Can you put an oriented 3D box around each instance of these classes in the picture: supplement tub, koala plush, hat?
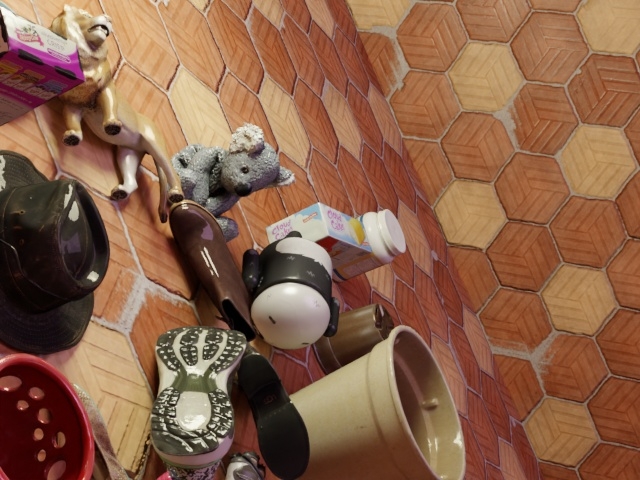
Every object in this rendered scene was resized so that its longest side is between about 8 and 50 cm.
[{"bbox_3d":[0.107,0.011,2.573,0.144,0.200,0.144,51,26,-36],"label":"supplement tub"},{"bbox_3d":[-0.178,-0.138,2.005,0.196,0.221,0.203,51,26,-35],"label":"koala plush"},{"bbox_3d":[-0.399,-0.004,1.462,0.331,0.134,0.331,49,28,-38],"label":"hat"}]

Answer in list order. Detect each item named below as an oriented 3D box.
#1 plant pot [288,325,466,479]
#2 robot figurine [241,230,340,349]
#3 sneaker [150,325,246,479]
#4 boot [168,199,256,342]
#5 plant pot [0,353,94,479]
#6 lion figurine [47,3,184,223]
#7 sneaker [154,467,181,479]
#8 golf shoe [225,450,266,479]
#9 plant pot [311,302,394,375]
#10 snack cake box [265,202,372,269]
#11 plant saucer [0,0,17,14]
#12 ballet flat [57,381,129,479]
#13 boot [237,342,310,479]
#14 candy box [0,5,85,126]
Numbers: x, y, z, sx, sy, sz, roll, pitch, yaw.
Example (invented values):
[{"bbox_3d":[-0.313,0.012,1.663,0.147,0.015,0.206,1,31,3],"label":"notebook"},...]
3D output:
[{"bbox_3d":[0.085,0.378,1.998,0.334,0.305,0.333,51,26,-38],"label":"plant pot"},{"bbox_3d":[-0.062,0.107,2.117,0.278,0.209,0.173,-87,178,-50],"label":"robot figurine"},{"bbox_3d":[-0.216,0.287,1.668,0.410,0.158,0.182,-86,-176,-64],"label":"sneaker"},{"bbox_3d":[-0.197,0.055,1.869,0.248,0.090,0.207,63,-3,-32],"label":"boot"},{"bbox_3d":[-0.392,0.247,1.160,0.191,0.174,0.191,50,27,-38],"label":"plant pot"},{"bbox_3d":[-0.372,-0.221,1.785,0.392,0.142,0.240,66,6,-51],"label":"lion figurine"},{"bbox_3d":[-0.216,0.465,1.467,0.121,0.112,0.299,43,-24,54],"label":"sneaker"},{"bbox_3d":[-0.111,0.474,1.771,0.198,0.077,0.094,53,35,-17],"label":"golf shoe"},{"bbox_3d":[0.087,0.234,2.347,0.167,0.165,0.167,51,27,-38],"label":"plant pot"},{"bbox_3d":[0.000,0.000,2.395,0.264,0.152,0.089,21,49,-63],"label":"snack cake box"},{"bbox_3d":[-0.523,-0.304,1.600,0.195,0.037,0.195,49,27,-37],"label":"plant saucer"},{"bbox_3d":[-0.331,0.301,1.404,0.206,0.073,0.067,62,30,-6],"label":"ballet flat"},{"bbox_3d":[-0.092,0.312,1.865,0.229,0.091,0.263,130,-59,-83],"label":"boot"},{"bbox_3d":[-0.470,-0.222,1.368,0.159,0.233,0.071,17,53,-65],"label":"candy box"}]
